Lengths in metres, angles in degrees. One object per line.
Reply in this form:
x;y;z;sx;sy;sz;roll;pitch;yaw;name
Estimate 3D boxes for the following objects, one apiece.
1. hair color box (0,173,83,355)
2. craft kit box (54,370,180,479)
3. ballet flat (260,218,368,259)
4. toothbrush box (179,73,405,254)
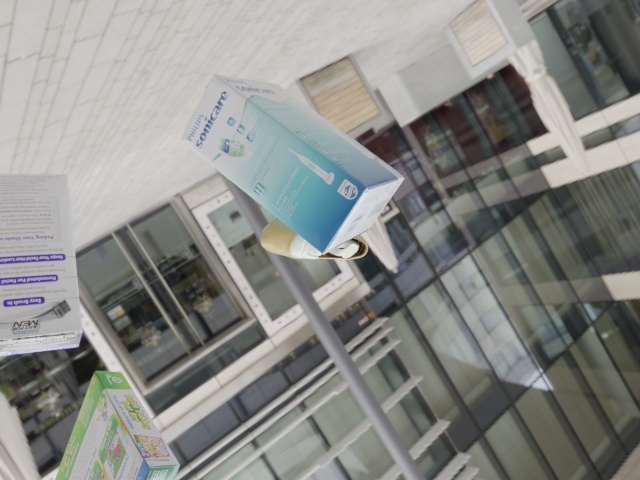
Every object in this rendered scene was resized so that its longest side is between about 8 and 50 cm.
-0.571;0.041;1.111;0.185;0.338;0.110;-3;154;-28;hair color box
-0.323;0.369;0.877;0.061;0.250;0.247;14;-168;-44;craft kit box
0.000;0.000;1.023;0.232;0.073;0.080;-1;118;-46;ballet flat
-0.037;-0.131;0.936;0.126;0.295;0.216;-56;169;22;toothbrush box
